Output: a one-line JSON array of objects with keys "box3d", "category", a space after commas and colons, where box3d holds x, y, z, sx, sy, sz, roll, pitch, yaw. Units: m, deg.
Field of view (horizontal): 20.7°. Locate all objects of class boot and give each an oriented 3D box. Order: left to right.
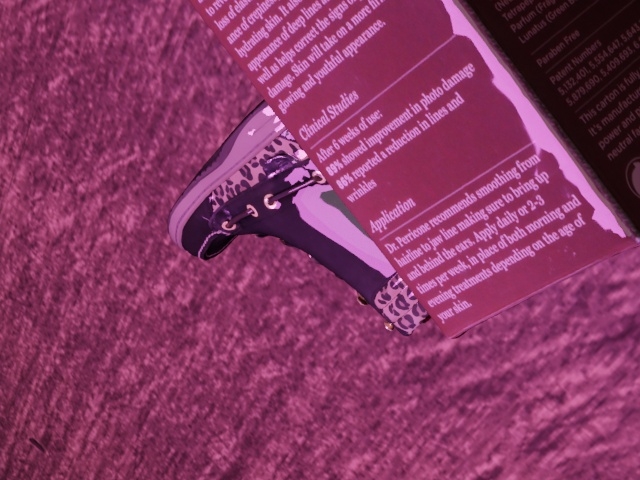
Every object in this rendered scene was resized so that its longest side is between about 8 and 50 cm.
[{"box3d": [-0.001, 0.001, 1.183, 0.178, 0.085, 0.236, 47, 146, 2], "category": "boot"}]

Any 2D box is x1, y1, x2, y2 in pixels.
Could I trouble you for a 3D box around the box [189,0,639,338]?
[{"box3d": [0.041, -0.152, 0.946, 0.381, 0.143, 0.191, 52, 147, -3], "category": "box"}]
